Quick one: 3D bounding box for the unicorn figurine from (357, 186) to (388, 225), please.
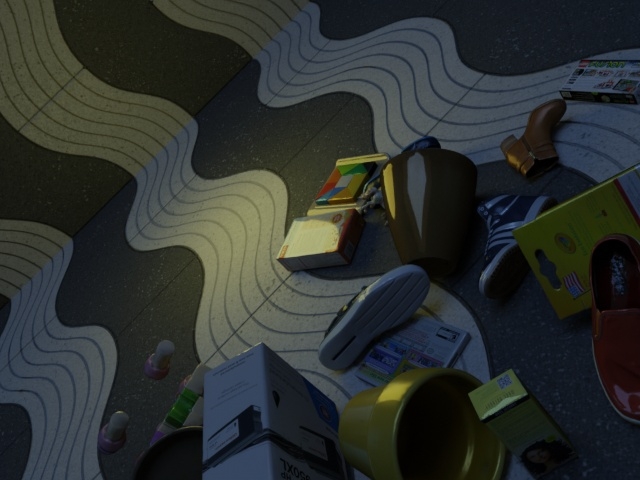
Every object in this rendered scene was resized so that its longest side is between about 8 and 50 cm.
[{"bbox_3d":[0.188,-0.095,1.798,0.111,0.162,0.060,-51,29,42],"label":"unicorn figurine"}]

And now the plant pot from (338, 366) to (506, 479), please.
[{"bbox_3d":[0.162,0.359,1.225,0.239,0.254,0.254,-17,40,57],"label":"plant pot"}]

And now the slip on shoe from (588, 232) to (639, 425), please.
[{"bbox_3d":[0.513,0.143,1.135,0.123,0.101,0.331,-11,73,32],"label":"slip on shoe"}]

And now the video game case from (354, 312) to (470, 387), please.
[{"bbox_3d":[0.198,0.254,1.475,0.212,0.023,0.193,17,65,51],"label":"video game case"}]

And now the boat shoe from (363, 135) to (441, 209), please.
[{"bbox_3d":[0.236,-0.175,1.850,0.258,0.109,0.089,-45,38,27],"label":"boat shoe"}]

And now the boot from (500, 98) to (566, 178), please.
[{"bbox_3d":[0.540,-0.241,1.623,0.197,0.073,0.152,-45,31,19],"label":"boot"}]

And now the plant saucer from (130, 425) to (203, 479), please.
[{"bbox_3d":[-0.276,0.548,1.472,0.278,0.278,0.041,-49,-4,-8],"label":"plant saucer"}]

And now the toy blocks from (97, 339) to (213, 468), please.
[{"bbox_3d":[-0.362,0.471,1.680,0.260,0.309,0.288,-56,5,45],"label":"toy blocks"}]

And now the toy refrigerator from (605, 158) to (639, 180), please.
[{"bbox_3d":[0.620,-0.079,1.346,0.270,0.094,0.102,-33,35,13],"label":"toy refrigerator"}]

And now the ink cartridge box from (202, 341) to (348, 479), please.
[{"bbox_3d":[-0.082,0.447,1.317,0.166,0.285,0.394,-31,37,16],"label":"ink cartridge box"}]

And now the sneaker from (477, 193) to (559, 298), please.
[{"bbox_3d":[0.391,0.004,1.479,0.153,0.099,0.282,17,59,47],"label":"sneaker"}]

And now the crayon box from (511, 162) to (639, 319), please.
[{"bbox_3d":[0.548,-0.010,1.254,0.319,0.202,0.081,-28,-6,19],"label":"crayon box"}]

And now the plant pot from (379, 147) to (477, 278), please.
[{"bbox_3d":[0.257,-0.049,1.588,0.237,0.237,0.254,-17,55,33],"label":"plant pot"}]

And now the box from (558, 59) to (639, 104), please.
[{"bbox_3d":[0.705,-0.391,1.645,0.114,0.036,0.207,-51,35,-12],"label":"box"}]

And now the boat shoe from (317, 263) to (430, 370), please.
[{"bbox_3d":[0.108,0.156,1.547,0.335,0.121,0.119,-43,24,21],"label":"boat shoe"}]

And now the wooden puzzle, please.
[{"bbox_3d":[0.080,-0.166,2.023,0.221,0.044,0.238,-2,52,44],"label":"wooden puzzle"}]

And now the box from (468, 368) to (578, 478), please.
[{"bbox_3d":[0.335,0.304,1.098,0.087,0.232,0.058,-35,35,13],"label":"box"}]

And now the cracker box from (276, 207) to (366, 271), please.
[{"bbox_3d":[0.000,0.000,1.906,0.232,0.067,0.155,-8,47,39],"label":"cracker box"}]
